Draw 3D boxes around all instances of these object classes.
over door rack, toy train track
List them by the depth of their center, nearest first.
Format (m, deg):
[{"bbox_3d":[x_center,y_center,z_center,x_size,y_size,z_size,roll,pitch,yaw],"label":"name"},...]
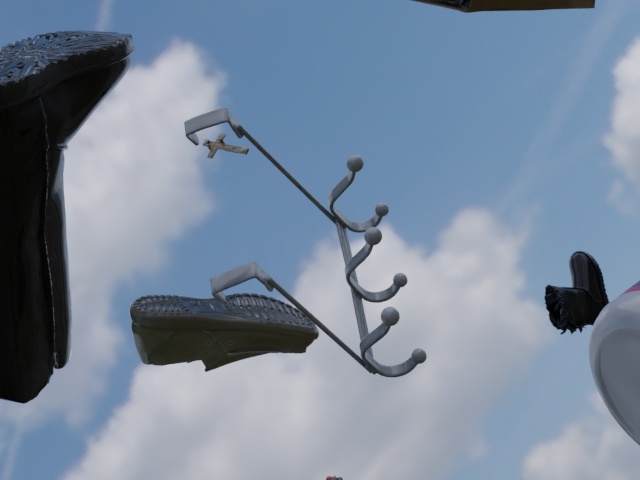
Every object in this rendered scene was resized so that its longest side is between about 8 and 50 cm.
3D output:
[{"bbox_3d":[0.000,0.000,1.766,0.108,0.239,0.324,-32,-39,26],"label":"over door rack"},{"bbox_3d":[-0.147,-0.146,2.372,0.048,0.083,0.014,-63,-33,-23],"label":"toy train track"}]

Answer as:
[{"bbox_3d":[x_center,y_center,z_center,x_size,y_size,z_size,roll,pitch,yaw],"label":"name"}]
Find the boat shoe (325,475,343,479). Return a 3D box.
[{"bbox_3d":[0.010,0.331,2.028,0.137,0.043,0.049,-14,1,21],"label":"boat shoe"}]

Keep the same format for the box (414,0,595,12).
[{"bbox_3d":[0.103,-0.205,1.228,0.201,0.164,0.021,-11,-66,-53],"label":"box"}]

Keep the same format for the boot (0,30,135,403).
[{"bbox_3d":[-0.373,-0.043,2.137,0.367,0.146,0.445,-35,-52,-55],"label":"boot"}]

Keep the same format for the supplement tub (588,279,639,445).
[{"bbox_3d":[0.404,0.078,1.461,0.272,0.191,0.191,-34,-25,-29],"label":"supplement tub"}]

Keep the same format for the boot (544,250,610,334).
[{"bbox_3d":[0.346,0.071,2.124,0.099,0.121,0.045,-2,-24,-39],"label":"boot"}]

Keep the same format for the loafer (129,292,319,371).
[{"bbox_3d":[-0.135,0.129,2.111,0.268,0.102,0.092,6,-68,-19],"label":"loafer"}]
